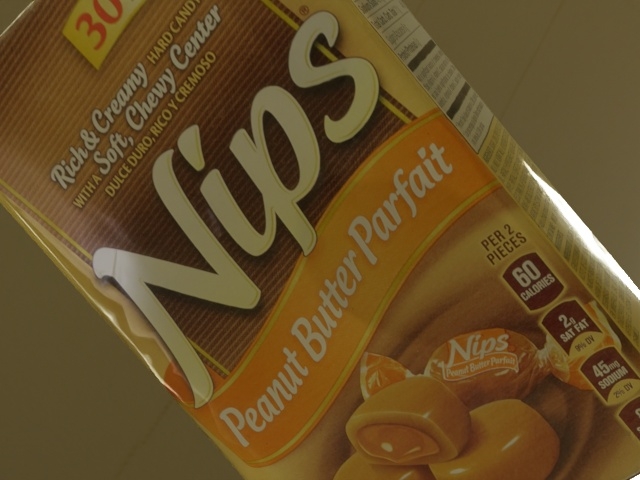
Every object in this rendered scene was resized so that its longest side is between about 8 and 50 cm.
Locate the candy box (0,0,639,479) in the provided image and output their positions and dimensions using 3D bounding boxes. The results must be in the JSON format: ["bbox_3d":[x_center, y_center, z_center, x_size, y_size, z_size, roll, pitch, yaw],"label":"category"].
[{"bbox_3d":[0.000,0.000,0.529,0.183,0.087,0.316,-38,-83,22],"label":"candy box"}]
